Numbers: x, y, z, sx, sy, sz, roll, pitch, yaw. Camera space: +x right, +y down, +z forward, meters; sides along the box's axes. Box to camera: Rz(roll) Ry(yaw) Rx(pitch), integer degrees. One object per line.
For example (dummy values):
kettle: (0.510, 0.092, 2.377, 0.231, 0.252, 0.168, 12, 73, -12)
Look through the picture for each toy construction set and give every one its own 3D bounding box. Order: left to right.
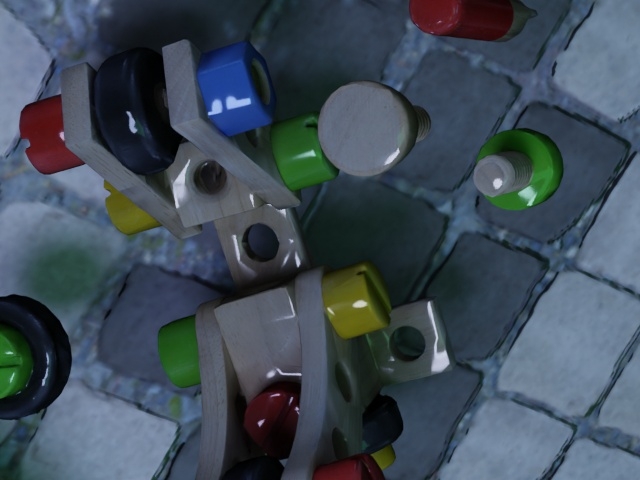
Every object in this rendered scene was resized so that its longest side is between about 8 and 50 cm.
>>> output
toy construction set: (0.000, 0.000, 0.872, 0.309, 0.257, 0.237, -43, 170, 19)
